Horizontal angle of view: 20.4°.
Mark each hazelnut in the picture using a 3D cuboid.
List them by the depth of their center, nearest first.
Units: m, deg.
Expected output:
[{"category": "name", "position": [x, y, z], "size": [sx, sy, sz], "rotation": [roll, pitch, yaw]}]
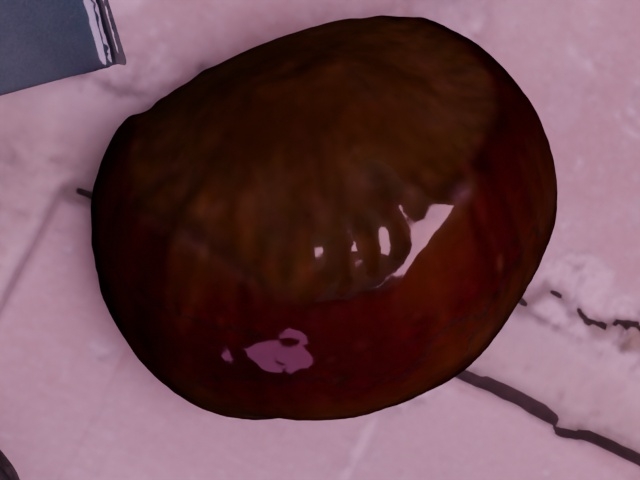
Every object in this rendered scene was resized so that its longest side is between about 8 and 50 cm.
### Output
[{"category": "hazelnut", "position": [-0.002, -0.008, 0.771], "size": [0.202, 0.160, 0.170], "rotation": [-9, 88, 19]}]

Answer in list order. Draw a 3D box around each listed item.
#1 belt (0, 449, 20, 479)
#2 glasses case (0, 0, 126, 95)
[{"category": "belt", "position": [-0.225, 0.113, 0.690], "size": [0.184, 0.164, 0.289], "rotation": [-41, 109, -1]}, {"category": "glasses case", "position": [-0.163, -0.191, 0.735], "size": [0.105, 0.056, 0.266], "rotation": [-14, 103, 7]}]
